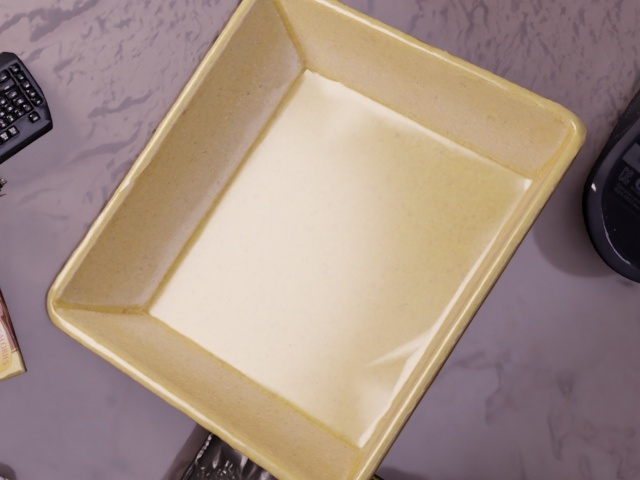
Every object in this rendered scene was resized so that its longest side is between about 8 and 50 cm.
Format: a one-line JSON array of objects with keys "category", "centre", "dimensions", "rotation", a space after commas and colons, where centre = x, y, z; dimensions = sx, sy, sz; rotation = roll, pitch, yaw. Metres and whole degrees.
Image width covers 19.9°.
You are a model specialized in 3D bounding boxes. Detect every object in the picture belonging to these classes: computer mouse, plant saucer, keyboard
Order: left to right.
[{"category": "keyboard", "centre": [-0.293, -0.060, 1.423], "dimensions": [0.192, 0.038, 0.100], "rotation": [-36, 97, -7]}, {"category": "plant saucer", "centre": [0.000, 0.000, 1.388], "dimensions": [0.332, 0.081, 0.333], "rotation": [30, 84, 33]}, {"category": "computer mouse", "centre": [0.310, -0.071, 1.525], "dimensions": [0.188, 0.072, 0.272], "rotation": [42, 71, -6]}]

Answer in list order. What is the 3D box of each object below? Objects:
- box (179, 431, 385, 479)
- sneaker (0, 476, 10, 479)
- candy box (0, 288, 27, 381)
[{"category": "box", "centre": [-0.018, 0.286, 1.344], "dimensions": [0.079, 0.322, 0.257], "rotation": [35, 85, -42]}, {"category": "sneaker", "centre": [-0.342, 0.287, 1.390], "dimensions": [0.153, 0.101, 0.269], "rotation": [23, 81, -9]}, {"category": "candy box", "centre": [-0.333, 0.080, 1.410], "dimensions": [0.186, 0.053, 0.109], "rotation": [-19, 93, -11]}]
